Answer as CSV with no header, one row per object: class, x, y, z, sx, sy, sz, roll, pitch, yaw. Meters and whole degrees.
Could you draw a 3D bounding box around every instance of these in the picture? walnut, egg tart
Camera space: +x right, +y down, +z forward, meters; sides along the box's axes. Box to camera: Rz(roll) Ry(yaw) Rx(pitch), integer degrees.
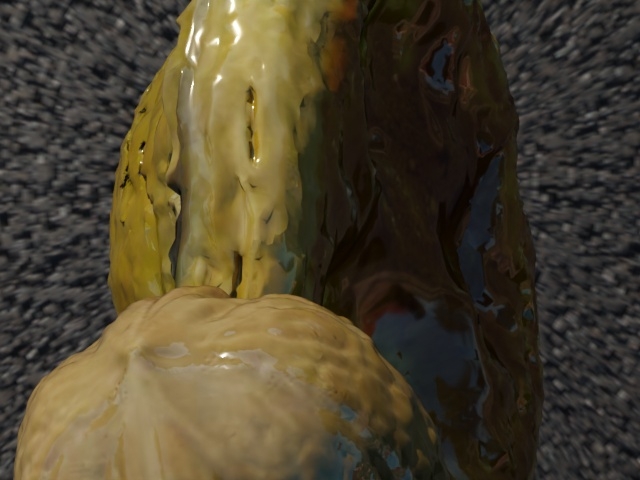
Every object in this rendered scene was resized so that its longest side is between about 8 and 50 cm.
walnut,-0.031,0.095,0.608,0.155,0.155,0.184,-29,130,2
egg tart,0.000,0.000,0.952,0.178,0.443,0.443,-6,92,25
